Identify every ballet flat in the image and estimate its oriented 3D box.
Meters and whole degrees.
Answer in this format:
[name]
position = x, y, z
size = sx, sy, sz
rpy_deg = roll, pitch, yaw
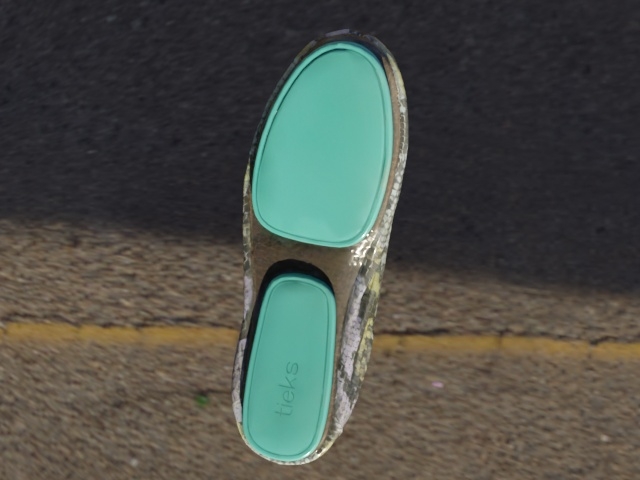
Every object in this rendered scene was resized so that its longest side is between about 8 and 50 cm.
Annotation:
[ballet flat]
position = 0.000, 0.000, 0.369
size = 0.041, 0.041, 0.114
rpy_deg = 4, 109, -20
